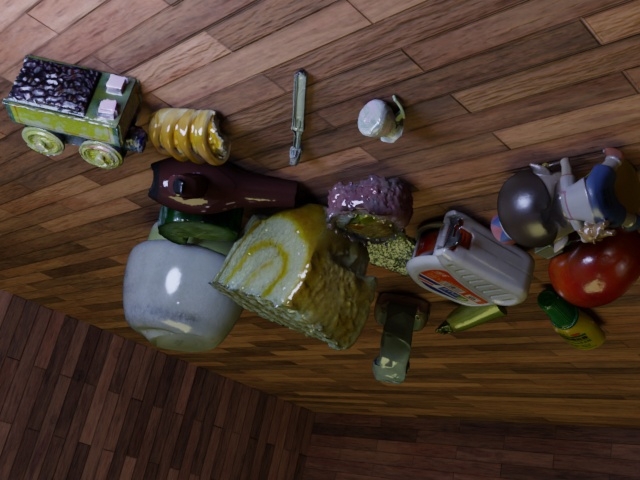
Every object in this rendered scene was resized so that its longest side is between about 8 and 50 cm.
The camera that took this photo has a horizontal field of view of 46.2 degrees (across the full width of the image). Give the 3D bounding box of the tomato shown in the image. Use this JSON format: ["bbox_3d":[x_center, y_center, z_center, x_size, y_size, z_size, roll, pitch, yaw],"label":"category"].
[{"bbox_3d":[0.532,0.043,1.436,0.136,0.195,0.195,40,155,-1],"label":"tomato"}]

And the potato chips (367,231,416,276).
[{"bbox_3d":[0.125,0.007,1.741,0.167,0.059,0.228,-14,140,39],"label":"potato chips"}]

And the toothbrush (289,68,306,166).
[{"bbox_3d":[-0.040,-0.215,1.344,0.026,0.028,0.294,11,153,1],"label":"toothbrush"}]

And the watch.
[{"bbox_3d":[0.218,0.287,2.134,0.161,0.241,0.253,8,158,8],"label":"watch"}]

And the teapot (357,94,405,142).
[{"bbox_3d":[0.109,-0.203,1.251,0.064,0.064,0.083,21,126,-39],"label":"teapot"}]

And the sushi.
[{"bbox_3d":[0.121,-0.060,1.520,0.161,0.108,0.241,-8,159,33],"label":"sushi"}]

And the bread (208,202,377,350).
[{"bbox_3d":[-0.059,0.056,1.689,0.239,0.264,0.395,33,169,-35],"label":"bread"}]

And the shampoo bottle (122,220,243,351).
[{"bbox_3d":[-0.347,0.118,1.934,0.322,0.318,0.322,13,157,6],"label":"shampoo bottle"}]

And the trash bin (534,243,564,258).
[{"bbox_3d":[0.448,-0.018,1.454,0.042,0.092,0.061,20,157,-12],"label":"trash bin"}]

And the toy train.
[{"bbox_3d":[-0.449,-0.236,1.383,0.260,0.134,0.177,12,150,0],"label":"toy train"}]

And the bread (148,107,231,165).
[{"bbox_3d":[-0.248,-0.196,1.430,0.177,0.084,0.119,9,158,22],"label":"bread"}]

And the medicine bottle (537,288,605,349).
[{"bbox_3d":[0.631,0.200,1.913,0.111,0.076,0.309,-6,151,37],"label":"medicine bottle"}]

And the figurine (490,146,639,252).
[{"bbox_3d":[0.410,-0.063,1.302,0.158,0.161,0.275,-17,-174,-43],"label":"figurine"}]

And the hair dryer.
[{"bbox_3d":[-0.200,-0.101,1.460,0.312,0.123,0.340,6,-175,-2],"label":"hair dryer"}]

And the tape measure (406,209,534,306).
[{"bbox_3d":[0.318,0.046,1.647,0.258,0.130,0.265,26,161,-23],"label":"tape measure"}]

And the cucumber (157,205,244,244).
[{"bbox_3d":[-0.276,-0.070,1.709,0.191,0.130,0.191,6,162,2],"label":"cucumber"}]

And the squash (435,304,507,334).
[{"bbox_3d":[0.402,0.203,2.053,0.200,0.075,0.090,-25,161,25],"label":"squash"}]
